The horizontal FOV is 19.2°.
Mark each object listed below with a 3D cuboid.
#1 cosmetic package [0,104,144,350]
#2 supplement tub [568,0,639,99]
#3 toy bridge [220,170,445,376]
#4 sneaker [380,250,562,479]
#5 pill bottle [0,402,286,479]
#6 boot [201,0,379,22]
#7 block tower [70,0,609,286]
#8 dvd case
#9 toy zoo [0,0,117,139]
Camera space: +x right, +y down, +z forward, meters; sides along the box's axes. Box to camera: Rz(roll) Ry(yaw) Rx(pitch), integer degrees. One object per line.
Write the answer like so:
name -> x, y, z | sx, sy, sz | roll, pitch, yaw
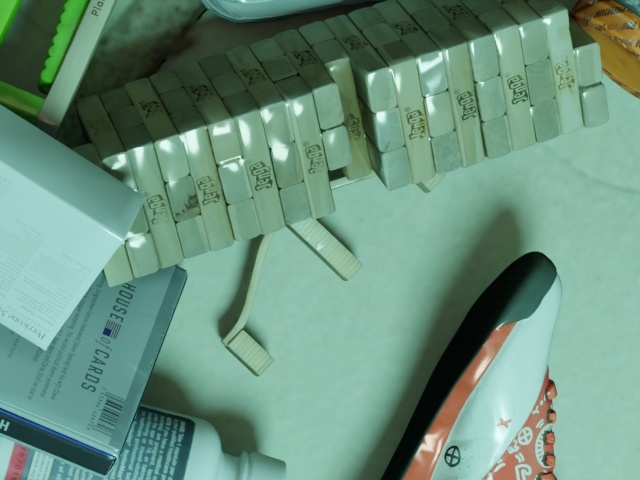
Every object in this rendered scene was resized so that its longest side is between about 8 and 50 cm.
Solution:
cosmetic package -> -0.230, -0.044, 1.094 | 0.239, 0.060, 0.099 | 33, 118, -10
supplement tub -> 0.255, -0.186, 1.236 | 0.117, 0.117, 0.190 | 42, 83, -4
toy bridge -> 0.000, 0.000, 1.242 | 0.063, 0.026, 0.188 | 43, 83, -3
sneaker -> 0.126, 0.153, 1.223 | 0.145, 0.090, 0.270 | 28, 88, -6
pill bottle -> -0.118, 0.154, 1.181 | 0.180, 0.108, 0.108 | 16, 86, -6
boot -> 0.047, -0.199, 1.206 | 0.258, 0.123, 0.095 | -18, 91, -8
block tower -> 0.006, -0.080, 1.199 | 0.335, 0.097, 0.091 | -19, 122, -9
dvd case -> -0.213, 0.033, 1.154 | 0.238, 0.179, 0.030 | 24, 128, -6
toy zoo -> -0.266, -0.203, 1.186 | 0.293, 0.030, 0.192 | 22, 69, -5
